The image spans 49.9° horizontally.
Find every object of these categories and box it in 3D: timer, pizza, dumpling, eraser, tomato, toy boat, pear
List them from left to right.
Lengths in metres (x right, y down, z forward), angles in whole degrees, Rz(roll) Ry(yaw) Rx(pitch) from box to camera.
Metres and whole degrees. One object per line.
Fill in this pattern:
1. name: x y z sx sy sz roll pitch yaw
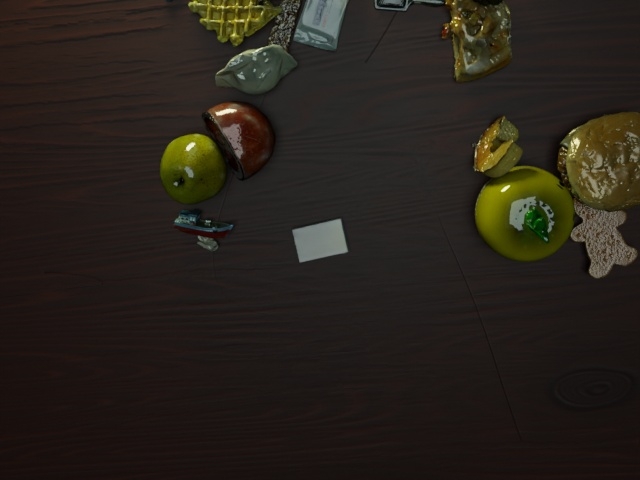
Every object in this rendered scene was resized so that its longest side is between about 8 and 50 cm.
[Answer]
1. pear: -0.348 -0.194 1.876 0.198 0.198 0.198 0 102 2
2. toy boat: -0.333 -0.048 1.966 0.172 0.069 0.059 12 110 4
3. tomato: -0.205 -0.286 1.879 0.155 0.180 0.214 -30 107 -10
4. dumpling: -0.179 -0.462 1.839 0.228 0.151 0.124 -19 73 6
5. eraser: 0.000 0.000 1.988 0.150 0.023 0.104 -12 101 5
6. pizza: 0.413 -0.581 1.830 0.188 0.071 0.297 -11 100 5
7. timer: 0.554 -0.061 1.831 0.284 0.285 0.286 0 102 2

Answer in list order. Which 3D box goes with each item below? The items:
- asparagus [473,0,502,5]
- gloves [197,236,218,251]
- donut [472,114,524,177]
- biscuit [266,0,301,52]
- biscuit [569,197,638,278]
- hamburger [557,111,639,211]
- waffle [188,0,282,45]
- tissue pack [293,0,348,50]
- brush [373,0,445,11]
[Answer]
1. asparagus: 0.496 -0.782 1.754 0.128 0.108 0.382 34 82 -23
2. gloves: -0.326 0.009 1.992 0.044 0.037 0.081 -38 81 -27
3. donut: 0.478 -0.239 1.858 0.078 0.181 0.146 28 123 -20
4. biscuit: -0.093 -0.602 1.861 0.064 0.034 0.199 17 102 2
5. biscuit: 0.787 -0.028 1.945 0.165 0.036 0.250 -26 94 6
6. hamburger: 0.787 -0.208 1.848 0.283 0.144 0.260 -23 95 6
7. waffle: -0.224 -0.668 1.834 0.261 0.056 0.250 -38 89 7
8. tissue pack: 0.010 -0.618 1.858 0.122 0.026 0.193 17 101 -1
9. brush: 0.240 -0.647 1.849 0.193 0.016 0.063 5 103 1
